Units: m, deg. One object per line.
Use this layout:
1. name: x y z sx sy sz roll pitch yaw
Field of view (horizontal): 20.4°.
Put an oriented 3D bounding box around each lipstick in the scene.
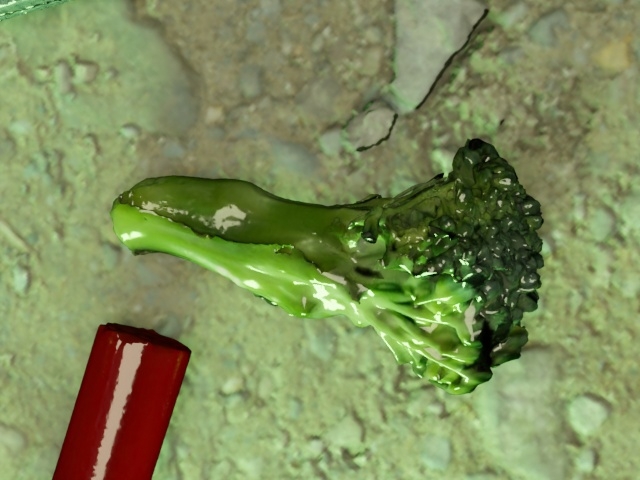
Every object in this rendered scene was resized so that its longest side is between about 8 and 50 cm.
1. lipstick: -0.164 0.198 1.263 0.073 0.073 0.279 18 94 2

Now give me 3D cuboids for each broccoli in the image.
1. broccoli: 0.002 0.000 1.219 0.304 0.145 0.165 7 133 13

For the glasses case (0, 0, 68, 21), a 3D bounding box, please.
1. glasses case: -0.248 -0.203 1.239 0.282 0.067 0.109 -15 85 7
